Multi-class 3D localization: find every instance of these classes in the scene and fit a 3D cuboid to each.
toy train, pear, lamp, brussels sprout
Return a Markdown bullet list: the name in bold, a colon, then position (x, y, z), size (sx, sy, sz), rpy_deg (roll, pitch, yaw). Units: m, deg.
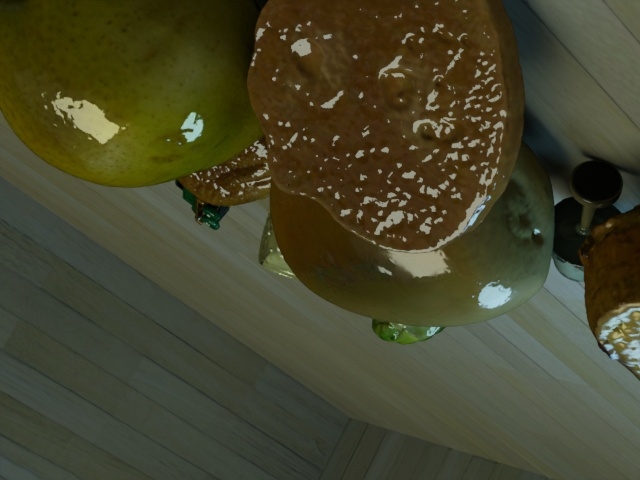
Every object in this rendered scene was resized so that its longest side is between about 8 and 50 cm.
- **toy train**: position (-0.245, -0.103, 2.648), size (0.136, 0.091, 0.228), rpy_deg (39, 166, 1)
- **pear**: position (-0.253, -0.248, 1.672), size (0.418, 0.362, 0.362), rpy_deg (24, 171, -41)
- **lamp**: position (0.382, -0.024, 1.772), size (0.121, 0.121, 0.215), rpy_deg (24, 154, 15)
- **brussels sprout**: position (0.181, 0.112, 2.386), size (0.161, 0.223, 0.223), rpy_deg (45, 164, 0)

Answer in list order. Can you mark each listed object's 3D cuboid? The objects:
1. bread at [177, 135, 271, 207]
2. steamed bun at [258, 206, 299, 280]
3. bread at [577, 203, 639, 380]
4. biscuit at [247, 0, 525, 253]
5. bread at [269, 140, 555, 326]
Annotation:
- **bread**: position (-0.141, -0.166, 2.053), size (0.253, 0.142, 0.227), rpy_deg (-6, 124, 44)
- **steamed bun**: position (0.000, 0.000, 2.422), size (0.232, 0.166, 0.273), rpy_deg (17, 171, -4)
- **bread**: position (0.516, 0.086, 1.632), size (0.336, 0.204, 0.358), rpy_deg (-11, 142, 46)
- **biscuit**: position (0.077, -0.178, 1.523), size (0.365, 0.062, 0.385), rpy_deg (24, 123, 21)
- **bread**: position (0.119, -0.032, 1.769), size (0.376, 0.253, 0.348), rpy_deg (7, 136, 42)
